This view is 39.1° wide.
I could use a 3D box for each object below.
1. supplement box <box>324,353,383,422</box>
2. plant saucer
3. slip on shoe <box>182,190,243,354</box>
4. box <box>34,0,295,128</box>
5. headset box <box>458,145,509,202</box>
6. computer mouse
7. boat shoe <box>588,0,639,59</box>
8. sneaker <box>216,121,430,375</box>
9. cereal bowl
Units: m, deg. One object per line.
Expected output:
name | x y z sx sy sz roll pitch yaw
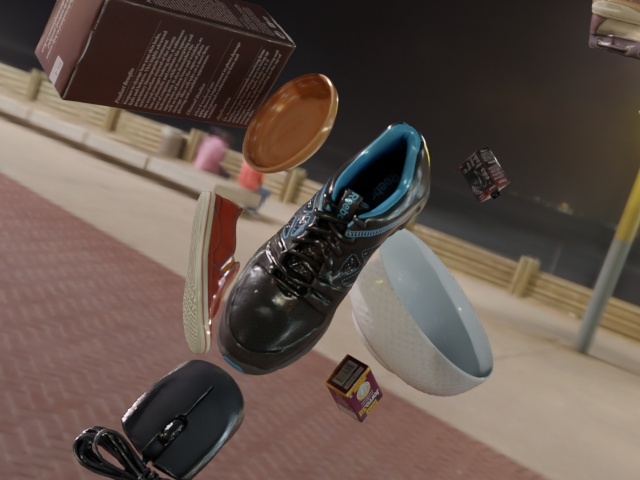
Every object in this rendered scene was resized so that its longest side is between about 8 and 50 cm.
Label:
supplement box | 0.047 0.208 1.263 0.043 0.055 0.083 26 -25 35
plant saucer | -0.046 -0.193 1.531 0.037 0.200 0.200 39 -7 -38
slip on shoe | -0.207 0.062 1.766 0.101 0.332 0.123 12 -26 -18
box | -0.251 -0.318 1.500 0.381 0.191 0.143 2 41 -47
headset box | 0.284 -0.110 1.560 0.032 0.083 0.062 -22 -13 -31
computer mouse | -0.160 0.226 1.109 0.188 0.072 0.272 38 26 0
boat shoe | 0.485 -0.260 1.218 0.102 0.092 0.285 -21 40 -36
sneaker | 0.000 0.000 1.023 0.125 0.341 0.140 36 -15 12
cereal bowl | 0.161 0.143 1.642 0.339 0.141 0.339 42 24 -24
